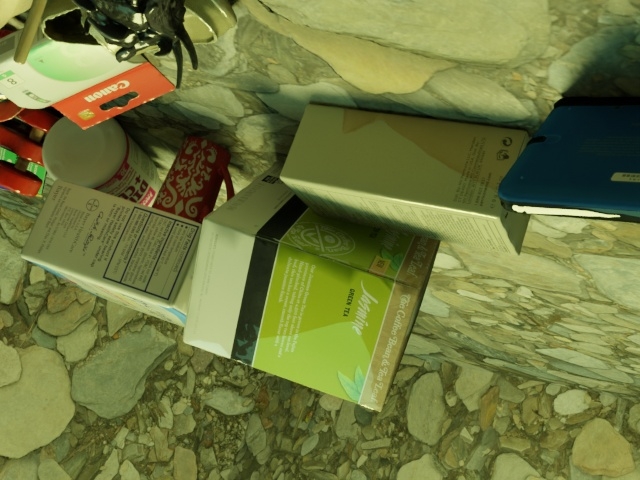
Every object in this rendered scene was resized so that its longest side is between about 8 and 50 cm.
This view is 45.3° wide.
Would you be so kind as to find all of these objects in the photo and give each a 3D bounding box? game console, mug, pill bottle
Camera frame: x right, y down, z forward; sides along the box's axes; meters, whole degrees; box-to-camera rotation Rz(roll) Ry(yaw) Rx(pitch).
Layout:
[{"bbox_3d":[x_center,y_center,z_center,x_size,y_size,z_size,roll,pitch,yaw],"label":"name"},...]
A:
[{"bbox_3d":[0.366,-0.046,0.744,0.293,0.250,0.173,7,135,42],"label":"game console"},{"bbox_3d":[-0.218,-0.088,1.394,0.150,0.169,0.113,19,166,1],"label":"mug"},{"bbox_3d":[-0.418,-0.132,1.529,0.160,0.160,0.283,17,167,12],"label":"pill bottle"}]

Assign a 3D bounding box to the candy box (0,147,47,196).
[{"bbox_3d":[-0.866,-0.206,1.838,0.268,0.122,0.317,11,179,30],"label":"candy box"}]

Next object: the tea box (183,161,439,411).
[{"bbox_3d":[0.005,0.053,1.221,0.324,0.220,0.329,18,-156,8],"label":"tea box"}]

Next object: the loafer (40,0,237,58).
[{"bbox_3d":[-0.218,-0.256,0.891,0.269,0.092,0.102,12,165,29],"label":"loafer"}]

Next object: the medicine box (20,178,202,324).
[{"bbox_3d":[-0.316,0.038,1.348,0.289,0.149,0.263,18,166,15],"label":"medicine box"}]

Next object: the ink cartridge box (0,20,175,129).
[{"bbox_3d":[-0.341,-0.227,1.099,0.181,0.056,0.225,-19,150,16],"label":"ink cartridge box"}]

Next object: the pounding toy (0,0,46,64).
[{"bbox_3d":[-0.403,-0.280,0.845,0.270,0.154,0.154,-22,156,29],"label":"pounding toy"}]

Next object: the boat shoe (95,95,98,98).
[{"bbox_3d":[-0.406,-0.259,1.224,0.190,0.068,0.072,6,149,46],"label":"boat shoe"}]

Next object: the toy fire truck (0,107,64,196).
[{"bbox_3d":[-0.644,-0.221,1.549,0.302,0.169,0.254,25,-176,-18],"label":"toy fire truck"}]

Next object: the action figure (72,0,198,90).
[{"bbox_3d":[-0.202,-0.275,0.710,0.276,0.141,0.164,41,159,-16],"label":"action figure"}]

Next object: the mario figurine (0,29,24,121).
[{"bbox_3d":[-0.512,-0.263,1.106,0.198,0.170,0.320,34,166,15],"label":"mario figurine"}]

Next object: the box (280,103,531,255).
[{"bbox_3d":[0.120,-0.084,1.027,0.311,0.121,0.148,13,166,27],"label":"box"}]
